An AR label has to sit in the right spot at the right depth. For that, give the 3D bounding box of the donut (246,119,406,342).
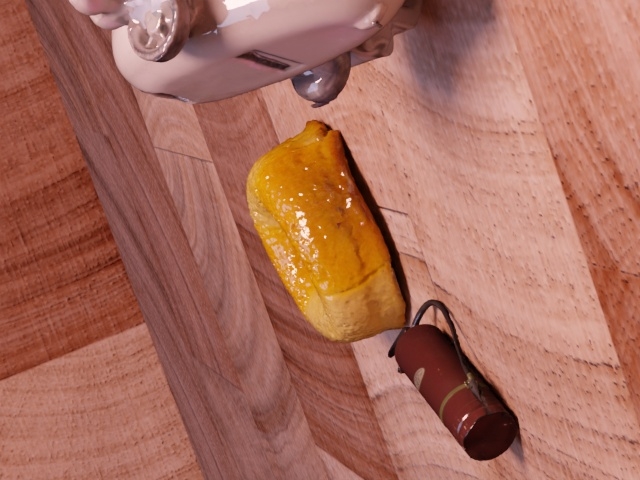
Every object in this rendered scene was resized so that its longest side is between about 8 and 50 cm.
[{"bbox_3d":[-0.001,0.000,1.631,0.174,0.074,0.190,120,126,-74],"label":"donut"}]

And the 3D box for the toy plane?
[{"bbox_3d":[-0.030,-0.154,1.188,0.252,0.252,0.118,109,155,-71],"label":"toy plane"}]

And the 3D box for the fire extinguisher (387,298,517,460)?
[{"bbox_3d":[0.095,0.097,1.484,0.157,0.045,0.078,53,132,52],"label":"fire extinguisher"}]
